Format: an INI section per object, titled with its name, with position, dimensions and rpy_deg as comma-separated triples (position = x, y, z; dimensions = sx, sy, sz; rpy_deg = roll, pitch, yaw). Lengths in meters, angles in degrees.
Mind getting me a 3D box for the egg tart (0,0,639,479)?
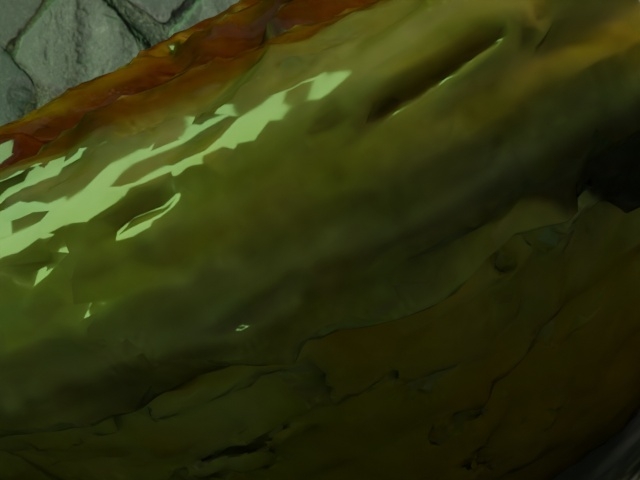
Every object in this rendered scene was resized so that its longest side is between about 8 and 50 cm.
[egg tart]
position = 0.000, 0.000, 0.638
dimensions = 0.443, 0.178, 0.443
rpy_deg = -25, 11, 5
